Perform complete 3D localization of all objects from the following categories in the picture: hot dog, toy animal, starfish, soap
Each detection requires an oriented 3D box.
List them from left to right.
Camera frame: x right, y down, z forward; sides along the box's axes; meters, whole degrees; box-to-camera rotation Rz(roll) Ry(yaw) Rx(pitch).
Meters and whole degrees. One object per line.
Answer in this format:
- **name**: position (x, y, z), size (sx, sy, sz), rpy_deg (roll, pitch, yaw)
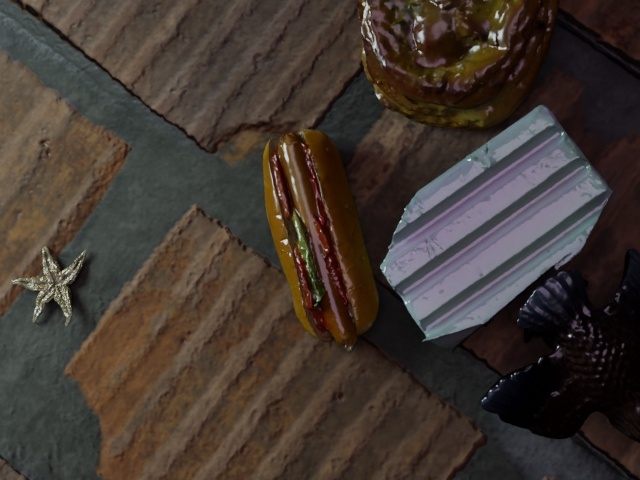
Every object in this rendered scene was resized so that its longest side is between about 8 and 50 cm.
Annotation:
- **starfish**: position (-0.277, 0.047, 1.309), size (0.086, 0.016, 0.092), rpy_deg (-29, 73, 4)
- **hot dog**: position (0.000, 0.000, 1.255), size (0.092, 0.062, 0.235), rpy_deg (-18, 80, 1)
- **hot dog**: position (0.144, -0.253, 1.248), size (0.196, 0.122, 0.272), rpy_deg (13, 84, 10)
- **soap**: position (0.168, -0.005, 1.220), size (0.230, 0.091, 0.145), rpy_deg (-35, 75, 2)
- **toy animal**: position (0.264, 0.118, 1.172), size (0.218, 0.116, 0.179), rpy_deg (-42, 77, -7)
